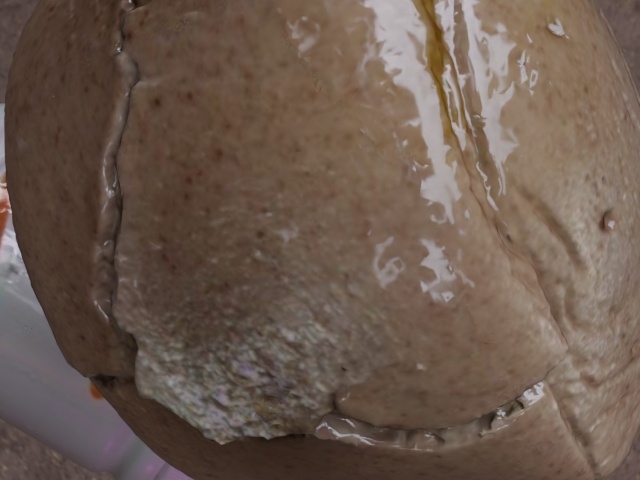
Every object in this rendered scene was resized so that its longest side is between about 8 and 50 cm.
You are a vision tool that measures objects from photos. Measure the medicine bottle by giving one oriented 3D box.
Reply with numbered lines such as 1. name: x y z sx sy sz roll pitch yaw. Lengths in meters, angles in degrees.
1. medicine bottle: -0.150 0.061 0.797 0.316 0.202 0.202 31 66 -5

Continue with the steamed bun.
1. steamed bun: 0.000 0.000 0.466 0.251 0.301 0.199 -4 36 44
